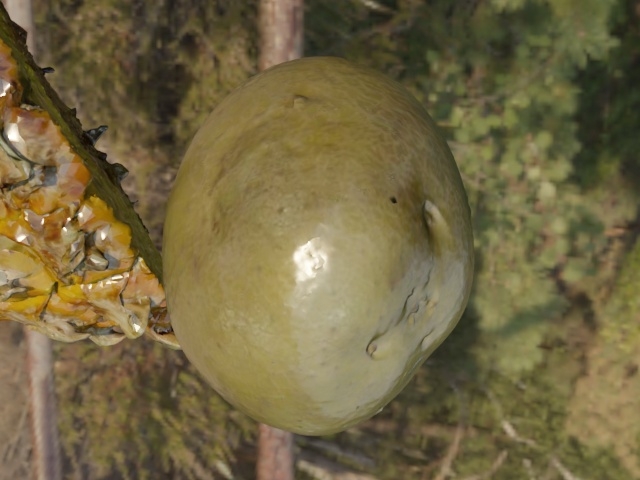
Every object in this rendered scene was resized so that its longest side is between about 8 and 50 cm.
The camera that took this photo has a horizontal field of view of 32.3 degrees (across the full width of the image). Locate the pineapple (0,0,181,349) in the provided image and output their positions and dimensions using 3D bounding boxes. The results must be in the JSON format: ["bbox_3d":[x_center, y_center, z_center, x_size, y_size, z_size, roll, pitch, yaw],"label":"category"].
[{"bbox_3d":[-0.205,-0.044,0.605,0.161,0.158,0.335,-119,-176,-75],"label":"pineapple"}]

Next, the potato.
[{"bbox_3d":[0.000,0.000,0.569,0.178,0.160,0.235,-59,177,5],"label":"potato"}]
